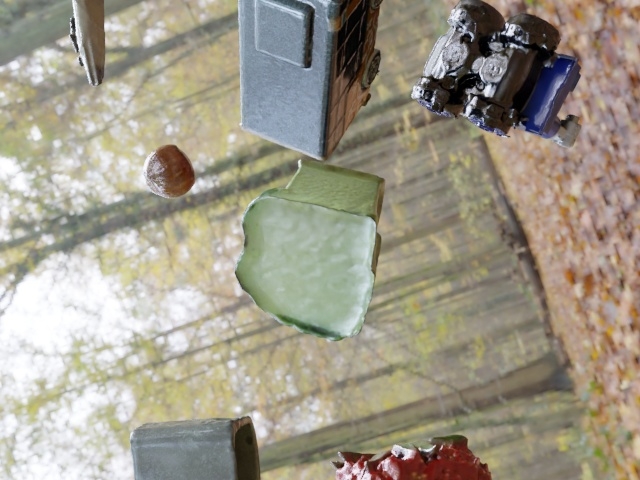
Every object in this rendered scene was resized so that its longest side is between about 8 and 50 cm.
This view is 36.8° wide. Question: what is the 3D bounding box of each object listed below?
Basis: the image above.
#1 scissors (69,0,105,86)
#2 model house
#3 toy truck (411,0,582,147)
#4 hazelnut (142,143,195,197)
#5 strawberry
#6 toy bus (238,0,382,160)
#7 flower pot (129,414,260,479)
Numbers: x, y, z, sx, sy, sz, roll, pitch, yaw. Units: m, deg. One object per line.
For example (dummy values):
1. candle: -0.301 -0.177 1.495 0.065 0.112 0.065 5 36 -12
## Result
1. scissors: -0.182 -0.242 0.735 0.109 0.022 0.300 11 -120 -40
2. model house: 0.000 0.000 1.369 0.189 0.195 0.214 -62 -21 -57
3. toy truck: 0.248 -0.213 1.307 0.213 0.161 0.177 29 -177 42
4. hazelnut: -0.242 -0.107 1.540 0.086 0.086 0.086 -19 -90 -80
5. strawberry: 0.111 0.390 1.191 0.138 0.233 0.306 54 -154 -54
6. toy bus: -0.011 -0.241 1.113 0.275 0.138 0.167 96 -159 -53
7. flower pot: -0.119 0.286 0.933 0.103 0.108 0.229 44 -136 -74
